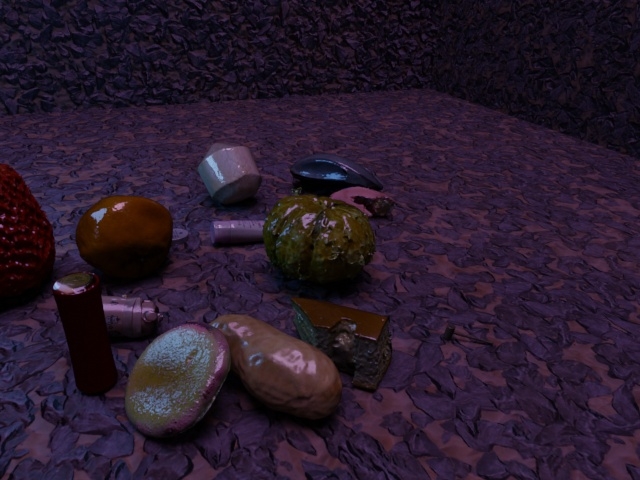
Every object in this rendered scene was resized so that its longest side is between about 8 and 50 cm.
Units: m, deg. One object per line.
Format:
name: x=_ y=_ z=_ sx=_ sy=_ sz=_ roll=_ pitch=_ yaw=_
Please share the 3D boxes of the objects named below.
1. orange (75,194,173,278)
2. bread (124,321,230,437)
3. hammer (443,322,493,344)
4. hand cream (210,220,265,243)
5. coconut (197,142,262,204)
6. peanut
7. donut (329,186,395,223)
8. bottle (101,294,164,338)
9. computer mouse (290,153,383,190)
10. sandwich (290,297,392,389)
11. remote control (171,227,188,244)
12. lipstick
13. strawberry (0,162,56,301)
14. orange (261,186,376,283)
orange: x=-0.499 y=-0.011 z=1.274 sx=0.183 sy=0.248 sz=0.249 roll=39 pitch=43 yaw=25
bread: x=-0.270 y=0.247 z=0.899 sx=0.229 sy=0.033 sz=0.228 roll=-16 pitch=44 yaw=16
hammer: x=0.340 y=0.220 z=1.110 sx=0.110 sy=0.035 sz=0.019 roll=14 pitch=31 yaw=3
hand cream: x=-0.180 y=-0.030 z=1.508 sx=0.313 sy=0.070 sz=0.111 roll=-1 pitch=26 yaw=-23
coconut: x=-0.319 y=-0.245 z=1.697 sx=0.202 sy=0.202 sz=0.221 roll=-22 pitch=81 yaw=-37
peanut: x=-0.102 y=0.233 z=0.935 sx=0.319 sy=0.147 sz=0.148 roll=23 pitch=35 yaw=28
donut: x=0.124 y=-0.109 z=1.631 sx=0.199 sy=0.085 sz=0.233 roll=23 pitch=35 yaw=31
bottle: x=-0.425 y=0.170 z=1.081 sx=0.152 sy=0.098 sz=0.099 roll=3 pitch=28 yaw=-13
computer mouse: x=0.063 y=-0.262 z=1.816 sx=0.374 sy=0.114 sz=0.203 roll=12 pitch=1 yaw=22
sandwich: x=0.028 y=0.204 z=1.023 sx=0.236 sy=0.122 sz=0.128 roll=11 pitch=26 yaw=20
remote control: x=-0.519 y=0.001 z=1.448 sx=0.245 sy=0.022 sz=0.077 roll=-10 pitch=33 yaw=-22
lipstick: x=-0.437 y=0.175 z=0.907 sx=0.080 sy=0.241 sz=0.080 roll=2 pitch=28 yaw=-1
strawberry: x=-0.803 y=-0.023 z=1.134 sx=0.312 sy=0.351 sz=0.267 roll=-5 pitch=37 yaw=-24
orange: x=0.000 y=0.000 z=1.290 sx=0.302 sy=0.223 sz=0.300 roll=12 pitch=25 yaw=6
